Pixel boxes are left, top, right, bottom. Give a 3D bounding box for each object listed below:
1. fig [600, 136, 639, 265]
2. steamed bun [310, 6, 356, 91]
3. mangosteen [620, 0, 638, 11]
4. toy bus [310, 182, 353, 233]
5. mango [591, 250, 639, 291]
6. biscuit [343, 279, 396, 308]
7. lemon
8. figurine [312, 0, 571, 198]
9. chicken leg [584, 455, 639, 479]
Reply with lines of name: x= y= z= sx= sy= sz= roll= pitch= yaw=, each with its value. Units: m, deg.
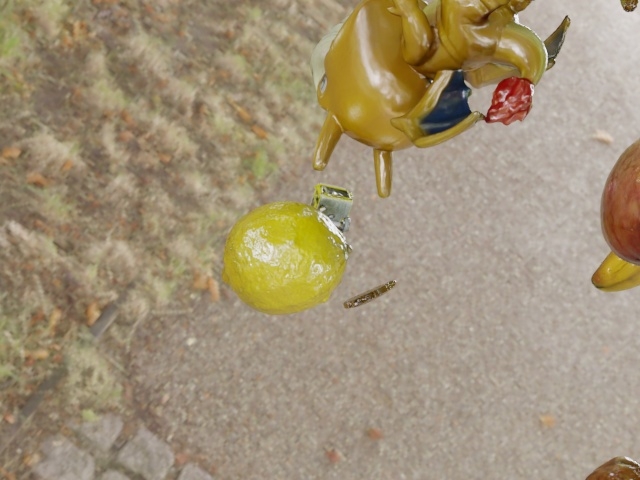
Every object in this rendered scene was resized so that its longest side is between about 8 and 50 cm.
fig: x=0.540 y=-0.054 z=1.367 sx=0.224 sy=0.224 sz=0.263 roll=34 pitch=32 yaw=-19
steamed bun: x=0.105 y=-0.451 z=2.146 sx=0.268 sy=0.280 sz=0.207 roll=22 pitch=55 yaw=-76
mangosteen: x=0.532 y=-0.522 z=1.595 sx=0.194 sy=0.194 sz=0.230 roll=-54 pitch=131 yaw=-66
toy bus: x=0.000 y=0.000 z=1.796 sx=0.081 sy=0.226 sz=0.074 roll=11 pitch=30 yaw=-13
mango: x=0.585 y=0.041 z=1.696 sx=0.066 sy=0.187 sz=0.101 roll=21 pitch=45 yaw=-25
biscuit: x=0.092 y=0.114 z=1.813 sx=0.119 sy=0.130 sz=0.019 roll=-24 pitch=89 yaw=-32
lemon: x=-0.060 y=0.030 z=1.529 sx=0.192 sy=0.231 sz=0.192 roll=-12 pitch=90 yaw=-82
figurine: x=0.157 y=-0.257 z=1.351 sx=0.268 sy=0.387 sz=0.401 roll=48 pitch=43 yaw=-13
chicken leg: x=0.533 y=0.392 z=1.380 sx=0.113 sy=0.304 sz=0.093 roll=-42 pitch=109 yaw=-32
